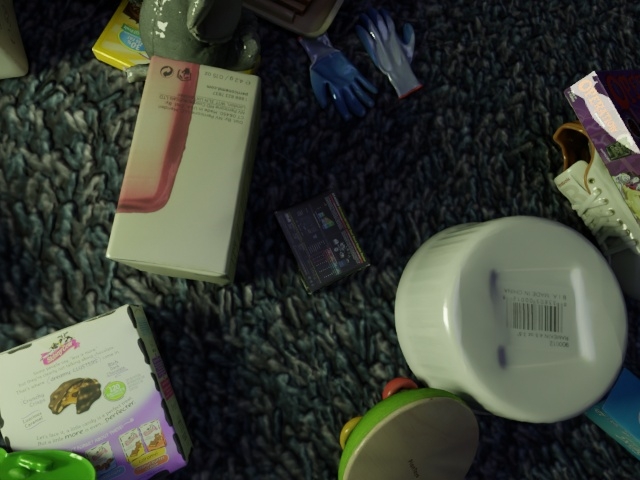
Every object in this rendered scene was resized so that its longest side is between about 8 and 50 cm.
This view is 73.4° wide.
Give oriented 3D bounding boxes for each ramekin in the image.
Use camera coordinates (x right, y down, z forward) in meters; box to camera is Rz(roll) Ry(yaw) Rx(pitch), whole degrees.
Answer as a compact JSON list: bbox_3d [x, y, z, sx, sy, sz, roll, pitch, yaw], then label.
[{"bbox_3d":[0.251,0.099,0.569,0.276,0.135,0.278,2,80,-9],"label":"ramekin"}]

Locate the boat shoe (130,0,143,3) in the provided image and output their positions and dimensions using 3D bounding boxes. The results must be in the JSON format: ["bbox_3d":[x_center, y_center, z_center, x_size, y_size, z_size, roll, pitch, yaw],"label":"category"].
[{"bbox_3d":[-0.331,-0.385,0.571,0.254,0.095,0.079,41,89,7],"label":"boat shoe"}]

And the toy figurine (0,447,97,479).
[{"bbox_3d":[-0.306,0.298,0.397,0.173,0.130,0.160,8,91,17],"label":"toy figurine"}]

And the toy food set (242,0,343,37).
[{"bbox_3d":[-0.078,-0.456,0.623,0.305,0.092,0.220,25,76,-1],"label":"toy food set"}]

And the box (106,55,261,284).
[{"bbox_3d":[-0.152,-0.072,0.524,0.126,0.148,0.233,10,79,-7],"label":"box"}]

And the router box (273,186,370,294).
[{"bbox_3d":[0.000,0.000,0.593,0.092,0.038,0.123,-24,85,-12],"label":"router box"}]

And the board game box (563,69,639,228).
[{"bbox_3d":[0.497,-0.150,0.624,0.346,0.056,0.208,-18,76,-35],"label":"board game box"}]

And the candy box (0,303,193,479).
[{"bbox_3d":[-0.263,0.195,0.500,0.164,0.070,0.197,-21,85,-12],"label":"candy box"}]

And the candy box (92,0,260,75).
[{"bbox_3d":[-0.199,-0.261,0.610,0.205,0.027,0.105,24,78,-5],"label":"candy box"}]

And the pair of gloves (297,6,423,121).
[{"bbox_3d":[0.069,-0.276,0.660,0.198,0.023,0.159,-26,86,-12],"label":"pair of gloves"}]

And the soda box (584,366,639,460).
[{"bbox_3d":[0.468,0.270,0.610,0.210,0.067,0.071,40,77,-2],"label":"soda box"}]

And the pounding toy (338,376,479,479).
[{"bbox_3d":[0.088,0.266,0.545,0.182,0.110,0.237,-4,110,-21],"label":"pounding toy"}]

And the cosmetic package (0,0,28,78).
[{"bbox_3d":[-0.552,-0.365,0.382,0.327,0.393,0.330,-14,84,-11],"label":"cosmetic package"}]

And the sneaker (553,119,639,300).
[{"bbox_3d":[0.417,-0.049,0.645,0.122,0.106,0.291,-1,69,-7],"label":"sneaker"}]

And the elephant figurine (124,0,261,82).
[{"bbox_3d":[-0.143,-0.313,0.492,0.169,0.239,0.186,7,74,-10],"label":"elephant figurine"}]
